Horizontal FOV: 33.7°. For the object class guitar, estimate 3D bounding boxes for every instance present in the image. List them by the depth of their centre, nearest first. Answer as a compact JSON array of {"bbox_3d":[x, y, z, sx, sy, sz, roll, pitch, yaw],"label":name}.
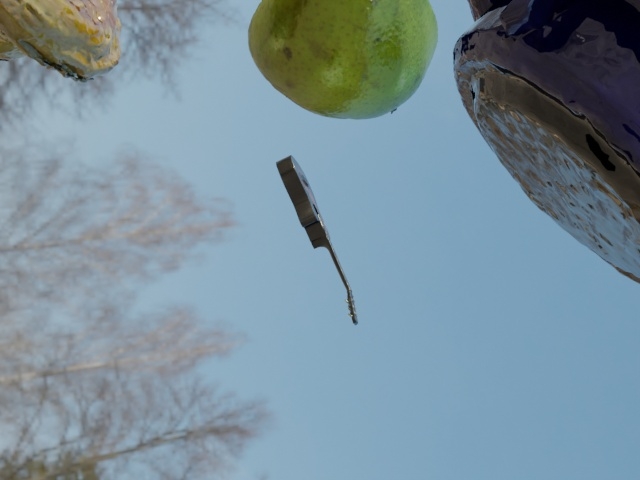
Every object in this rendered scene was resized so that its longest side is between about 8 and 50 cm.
[{"bbox_3d":[0.000,0.000,1.313,0.088,0.025,0.233,51,15,-69],"label":"guitar"}]

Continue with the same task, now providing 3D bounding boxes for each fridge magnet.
[{"bbox_3d":[0.173,-0.065,0.580,0.265,0.112,0.265,46,-4,4],"label":"fridge magnet"}]

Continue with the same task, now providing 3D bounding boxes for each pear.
[{"bbox_3d":[0.050,-0.292,1.520,0.239,0.288,0.139,114,-19,-50],"label":"pear"}]

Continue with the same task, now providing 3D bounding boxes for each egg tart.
[{"bbox_3d":[-0.432,-0.386,1.388,0.178,0.443,0.443,-29,-118,14],"label":"egg tart"}]
